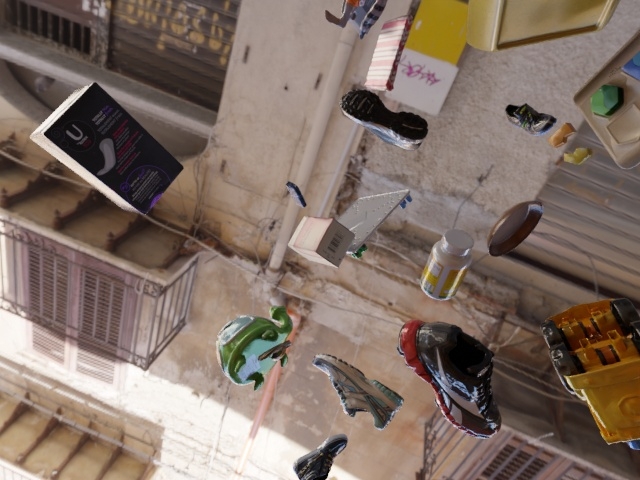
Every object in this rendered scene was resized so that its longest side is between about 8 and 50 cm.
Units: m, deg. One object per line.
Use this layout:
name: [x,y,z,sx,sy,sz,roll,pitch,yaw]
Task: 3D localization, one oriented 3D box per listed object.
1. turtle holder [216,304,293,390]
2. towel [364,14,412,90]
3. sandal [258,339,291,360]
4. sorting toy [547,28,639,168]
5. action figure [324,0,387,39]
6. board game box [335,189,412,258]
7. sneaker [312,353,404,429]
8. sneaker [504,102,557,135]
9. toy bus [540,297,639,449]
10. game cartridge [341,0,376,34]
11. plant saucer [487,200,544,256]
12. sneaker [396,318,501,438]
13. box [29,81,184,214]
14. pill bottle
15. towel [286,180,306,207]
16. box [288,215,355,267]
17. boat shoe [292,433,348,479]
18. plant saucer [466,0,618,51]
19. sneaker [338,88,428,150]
turtle holder: [-0.259,0.377,1.609,0.227,0.321,0.243,28,174,40]
towel: [0.191,-0.525,1.188,0.029,0.197,0.144,10,-163,-25]
sandal: [-0.151,0.400,1.499,0.049,0.072,0.180,61,-160,13]
sorting toy: [0.656,-0.278,0.930,0.041,0.307,0.229,-2,-121,-25]
action figure: [0.204,-0.696,1.093,0.341,0.330,0.179,-46,-67,-43]
board game box: [0.168,-0.066,1.849,0.390,0.050,0.389,-46,-159,-22]
sneaker: [0.082,0.418,1.173,0.282,0.122,0.110,24,165,28]
sneaker: [0.646,-0.382,1.309,0.078,0.067,0.188,29,-166,-34]
toy bus: [0.481,0.223,0.681,0.212,0.149,0.220,61,-157,-4]
game cartridge: [0.163,-0.816,1.309,0.062,0.298,0.198,26,-165,12]
plant saucer: [0.541,-0.039,1.187,0.198,0.199,0.036,-2,-141,-36]
sneaker: [0.258,0.249,0.743,0.276,0.135,0.098,53,-131,-12]
box: [-0.498,-0.209,1.001,0.143,0.165,0.270,11,152,44]
pill bottle: [0.379,0.071,1.251,0.117,0.209,0.118,4,-138,-4]
towel: [-0.096,-0.189,1.717,0.029,0.120,0.067,-45,-130,-16]
box: [0.000,0.000,1.650,0.126,0.149,0.232,35,167,-29]
boat shoe: [0.015,0.642,1.215,0.183,0.065,0.083,-25,-149,-18]
plant saucer: [0.489,-0.524,0.879,0.332,0.081,0.332,-6,165,16]
sneaker: [0.168,-0.330,1.185,0.271,0.100,0.108,32,166,12]
